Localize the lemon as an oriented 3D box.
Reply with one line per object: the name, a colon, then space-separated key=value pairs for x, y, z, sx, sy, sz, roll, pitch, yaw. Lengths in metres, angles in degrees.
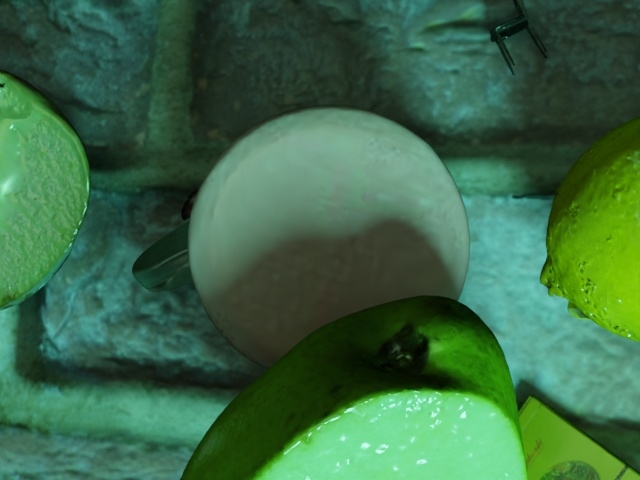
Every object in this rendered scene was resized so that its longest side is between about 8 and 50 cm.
lemon: x=0.265 y=-0.008 z=0.806 sx=0.206 sy=0.173 sz=0.173 roll=-37 pitch=71 yaw=25

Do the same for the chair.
chair: x=0.172 y=-0.197 z=0.939 sx=0.042 sy=0.037 sz=0.086 roll=-21 pitch=80 yaw=6

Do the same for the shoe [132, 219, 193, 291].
shoe: x=-0.084 y=0.007 z=1.003 sx=0.195 sy=0.079 sz=0.078 roll=-25 pitch=117 yaw=4

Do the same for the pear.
pear: x=0.036 y=0.154 z=0.812 sx=0.292 sy=0.292 sz=0.159 roll=-41 pitch=35 yaw=12

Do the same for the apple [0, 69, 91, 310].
apple: x=-0.332 y=-0.030 z=1.072 sx=0.265 sy=0.120 sz=0.193 roll=-44 pitch=83 yaw=14

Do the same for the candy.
candy: x=0.000 y=0.000 z=0.904 sx=0.255 sy=0.094 sz=0.255 roll=0 pitch=98 yaw=0

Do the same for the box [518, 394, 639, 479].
box: x=0.217 y=0.210 z=0.874 sx=0.155 sy=0.023 sz=0.087 roll=36 pitch=99 yaw=21
